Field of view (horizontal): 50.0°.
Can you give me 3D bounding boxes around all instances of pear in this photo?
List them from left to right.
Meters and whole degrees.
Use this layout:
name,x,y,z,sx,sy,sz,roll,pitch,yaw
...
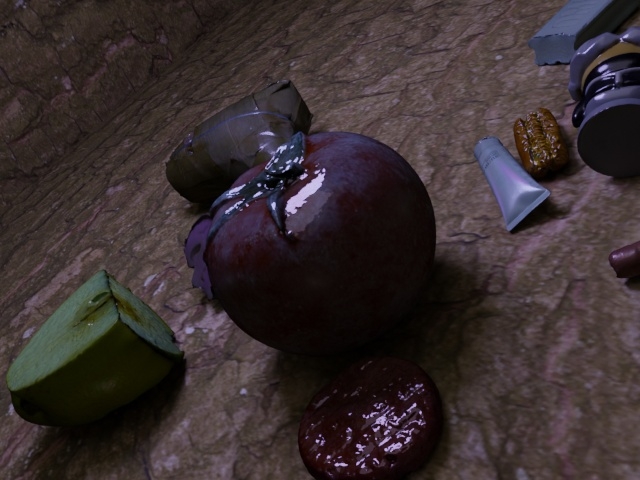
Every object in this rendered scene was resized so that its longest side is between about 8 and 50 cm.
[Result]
name,x,y,z,sx,sy,sz,roll,pitch,yaw
pear,-0.375,0.204,1.118,0.293,0.159,0.292,-27,27,15

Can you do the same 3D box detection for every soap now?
name,x,y,z,sx,sy,sz,roll,pitch,yaw
soap,0.497,-0.413,1.296,0.198,0.063,0.115,-43,29,-20

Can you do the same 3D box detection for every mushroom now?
name,x,y,z,sx,sy,sz,roll,pitch,yaw
mushroom,-0.164,0.024,1.230,0.117,0.141,0.188,-7,19,-28

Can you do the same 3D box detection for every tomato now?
name,x,y,z,sx,sy,sz,roll,pitch,yaw
tomato,0.000,0.000,0.926,0.317,0.282,0.316,-28,28,16

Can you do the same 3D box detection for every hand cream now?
name,x,y,z,sx,sy,sz,roll,pitch,yaw
hand cream,0.281,-0.093,1.035,0.078,0.050,0.204,-45,27,21

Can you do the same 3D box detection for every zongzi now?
name,x,y,z,sx,sy,sz,roll,pitch,yaw
zongzi,-0.186,-0.147,1.467,0.356,0.174,0.392,-28,35,17

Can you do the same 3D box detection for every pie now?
name,x,y,z,sx,sy,sz,roll,pitch,yaw
pie,0.054,0.208,0.795,0.183,0.049,0.182,-23,32,16

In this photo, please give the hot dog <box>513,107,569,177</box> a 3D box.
name,x,y,z,sx,sy,sz,roll,pitch,yaw
hot dog,0.341,-0.152,1.068,0.071,0.045,0.165,-20,31,20

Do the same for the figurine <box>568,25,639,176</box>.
name,x,y,z,sx,sy,sz,roll,pitch,yaw
figurine,0.442,-0.210,0.972,0.176,0.133,0.236,-6,40,25

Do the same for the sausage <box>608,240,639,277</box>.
name,x,y,z,sx,sy,sz,roll,pitch,yaw
sausage,0.418,-0.001,0.762,0.186,0.043,0.043,-21,31,21
